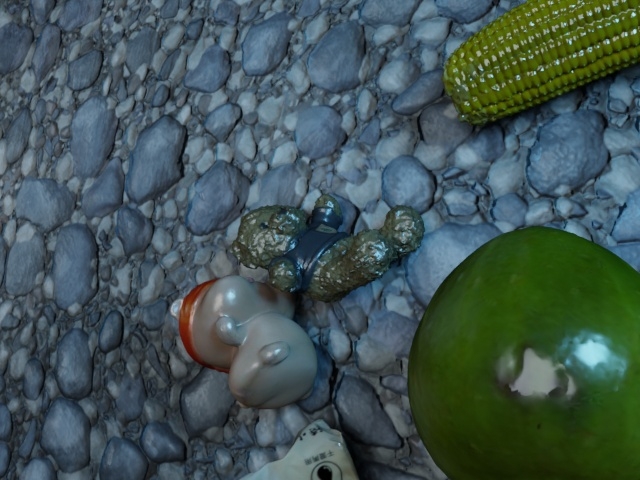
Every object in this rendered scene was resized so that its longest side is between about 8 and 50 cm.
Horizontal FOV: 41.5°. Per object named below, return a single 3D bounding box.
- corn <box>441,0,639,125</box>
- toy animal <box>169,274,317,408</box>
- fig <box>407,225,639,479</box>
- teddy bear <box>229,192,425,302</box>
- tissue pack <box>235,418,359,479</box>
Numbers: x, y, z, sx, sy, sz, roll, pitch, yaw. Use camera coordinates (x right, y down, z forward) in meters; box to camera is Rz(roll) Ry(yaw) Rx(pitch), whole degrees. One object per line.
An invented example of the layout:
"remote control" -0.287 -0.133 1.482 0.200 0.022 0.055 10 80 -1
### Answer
"corn" 0.304 -0.244 1.001 0.344 0.131 0.131 -22 70 25
"toy animal" -0.097 0.129 1.149 0.197 0.171 0.171 44 103 32
"fig" 0.238 0.121 0.887 0.316 0.316 0.316 -7 77 29
"teddy bear" 0.003 0.019 1.129 0.251 0.182 0.129 10 116 26
"tissue pack" -0.067 0.471 1.052 0.375 0.195 0.390 -29 67 9
